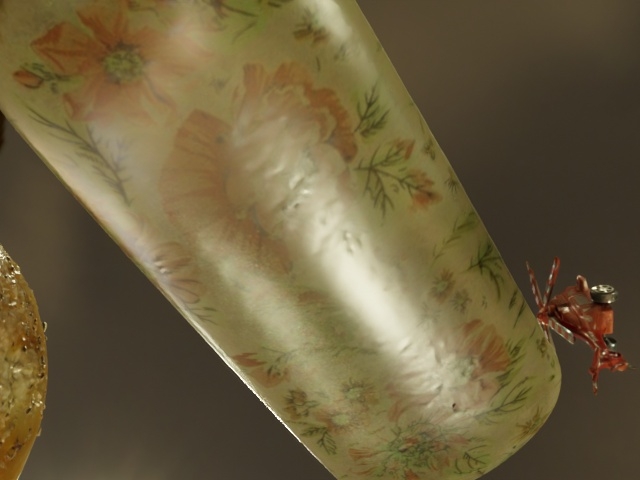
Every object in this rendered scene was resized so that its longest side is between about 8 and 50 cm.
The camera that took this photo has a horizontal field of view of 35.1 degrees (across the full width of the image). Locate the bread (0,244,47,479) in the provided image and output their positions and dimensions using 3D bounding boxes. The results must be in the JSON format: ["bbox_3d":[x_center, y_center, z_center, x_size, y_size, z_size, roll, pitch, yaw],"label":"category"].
[{"bbox_3d":[-0.325,0.094,0.688,0.159,0.306,0.305,-27,-127,52],"label":"bread"}]

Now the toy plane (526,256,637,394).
[{"bbox_3d":[0.254,0.076,0.964,0.194,0.077,0.126,85,0,-86],"label":"toy plane"}]

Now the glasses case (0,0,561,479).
[{"bbox_3d":[0.000,0.000,0.529,0.157,0.425,0.098,-31,-142,6],"label":"glasses case"}]
